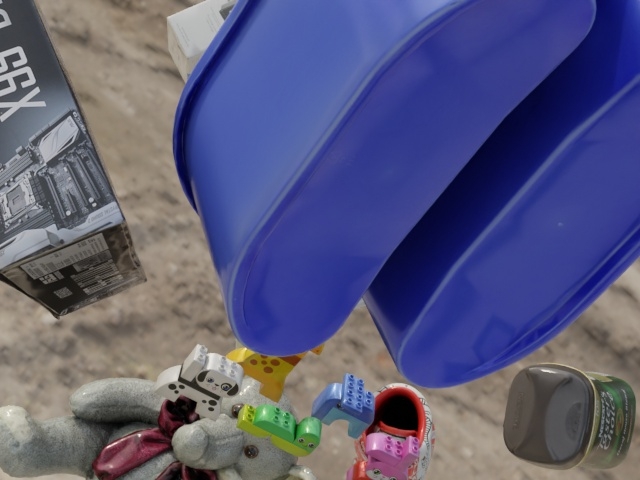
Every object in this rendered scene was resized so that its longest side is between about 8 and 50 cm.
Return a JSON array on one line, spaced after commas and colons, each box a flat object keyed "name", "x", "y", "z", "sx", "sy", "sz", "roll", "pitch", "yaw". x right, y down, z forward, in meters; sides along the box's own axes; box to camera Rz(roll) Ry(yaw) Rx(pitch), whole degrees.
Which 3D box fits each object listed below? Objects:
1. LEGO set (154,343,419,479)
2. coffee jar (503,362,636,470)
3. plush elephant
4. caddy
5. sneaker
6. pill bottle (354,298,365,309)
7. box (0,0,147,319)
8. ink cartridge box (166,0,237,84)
[{"name": "LEGO set", "x": -0.009, "y": 0.118, "z": 1.031, "sx": 0.227, "sy": 0.093, "sz": 0.087, "roll": 28, "pitch": 35, "yaw": -15}, {"name": "coffee jar", "x": 0.236, "y": 0.167, "z": 1.183, "sx": 0.079, "sy": 0.096, "sz": 0.184, "roll": 8, "pitch": -4, "yaw": 30}, {"name": "plush elephant", "x": -0.134, "y": 0.237, "z": 1.361, "sx": 0.330, "sy": 0.255, "sz": 0.272, "roll": -6, "pitch": 64, "yaw": -52}, {"name": "caddy", "x": 0.066, "y": -0.075, "z": 0.694, "sx": 0.241, "sy": 0.341, "sz": 0.179, "roll": 15, "pitch": 40, "yaw": -31}, {"name": "sneaker", "x": 0.055, "y": 0.281, "z": 1.312, "sx": 0.090, "sy": 0.270, "sz": 0.145, "roll": 13, "pitch": -26, "yaw": 14}, {"name": "pill bottle", "x": 0.000, "y": 0.000, "z": 1.271, "sx": 0.094, "sy": 0.094, "sz": 0.169, "roll": 28, "pitch": 7, "yaw": -28}, {"name": "box", "x": -0.192, "y": -0.085, "z": 0.791, "sx": 0.307, "sy": 0.076, "sz": 0.242, "roll": 129, "pitch": -62, "yaw": -81}, {"name": "ink cartridge box", "x": -0.092, "y": -0.260, "z": 1.520, "sx": 0.060, "sy": 0.180, "sz": 0.104, "roll": 63, "pitch": -11, "yaw": 9}]
